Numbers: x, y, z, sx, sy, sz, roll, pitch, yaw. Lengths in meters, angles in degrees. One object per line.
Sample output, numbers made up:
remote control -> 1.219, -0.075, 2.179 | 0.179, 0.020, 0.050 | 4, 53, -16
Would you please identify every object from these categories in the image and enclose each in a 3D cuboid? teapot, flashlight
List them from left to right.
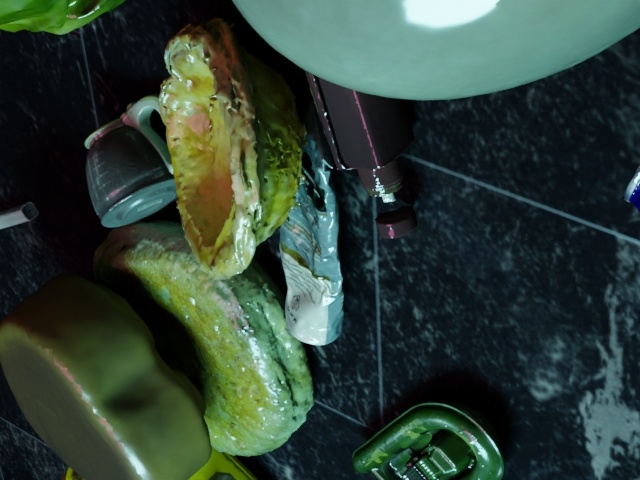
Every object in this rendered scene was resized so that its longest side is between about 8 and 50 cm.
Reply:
flashlight -> -0.340, -0.026, 1.542 | 0.083, 0.018, 0.018 | -12, 112, 49
teapot -> -0.164, -0.077, 1.291 | 0.090, 0.124, 0.092 | 62, -175, 10

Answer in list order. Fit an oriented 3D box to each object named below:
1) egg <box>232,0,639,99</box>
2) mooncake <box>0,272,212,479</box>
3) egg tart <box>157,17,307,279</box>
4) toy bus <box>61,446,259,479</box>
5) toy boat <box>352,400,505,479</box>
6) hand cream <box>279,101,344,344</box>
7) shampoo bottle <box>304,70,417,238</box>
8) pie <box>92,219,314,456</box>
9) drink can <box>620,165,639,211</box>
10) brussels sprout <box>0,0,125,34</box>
egg -> 0.083, -0.209, 0.775 | 0.258, 0.258, 0.352 | 56, 144, -8
mooncake -> -0.213, 0.146, 1.368 | 0.235, 0.117, 0.234 | 37, 152, 24
egg tart -> -0.069, -0.076, 1.139 | 0.212, 0.090, 0.212 | 173, 90, -72
toy bus -> -0.118, 0.314, 1.504 | 0.330, 0.144, 0.152 | 44, 142, 6
toy boat -> 0.101, 0.201, 1.265 | 0.104, 0.052, 0.210 | 50, 143, 4
hand cream -> 0.000, 0.000, 1.194 | 0.075, 0.052, 0.247 | 51, 150, 38
shampoo bottle -> 0.028, -0.110, 1.071 | 0.067, 0.068, 0.236 | -1, 119, 34
pie -> -0.114, 0.094, 1.378 | 0.277, 0.078, 0.277 | 31, 145, 25
drink can -> 0.307, 0.005, 0.862 | 0.235, 0.097, 0.097 | 38, 141, 14
brussels sprout -> -0.267, -0.265, 1.071 | 0.295, 0.259, 0.227 | -4, 85, 11
